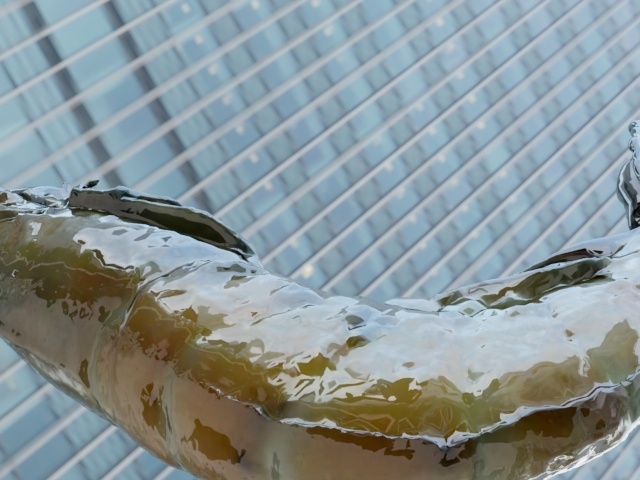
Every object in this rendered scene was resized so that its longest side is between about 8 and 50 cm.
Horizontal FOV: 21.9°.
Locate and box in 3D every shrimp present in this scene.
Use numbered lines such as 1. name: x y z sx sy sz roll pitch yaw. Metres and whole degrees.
1. shrimp: 0.000 0.000 0.469 0.262 0.198 0.051 17 -60 43
